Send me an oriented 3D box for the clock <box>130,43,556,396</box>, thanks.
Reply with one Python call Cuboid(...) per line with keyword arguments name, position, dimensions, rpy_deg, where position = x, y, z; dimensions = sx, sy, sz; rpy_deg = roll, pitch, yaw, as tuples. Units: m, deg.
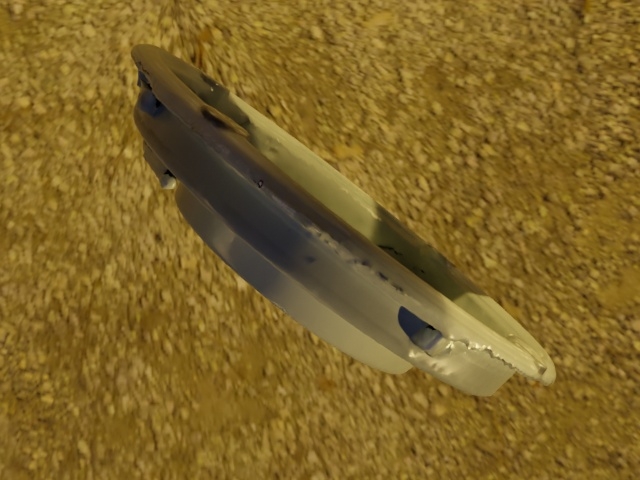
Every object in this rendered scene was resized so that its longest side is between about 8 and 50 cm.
Cuboid(name="clock", position=(0.000, 0.000, 0.495), dimensions=(0.236, 0.236, 0.053), rpy_deg=(37, 95, -14))
